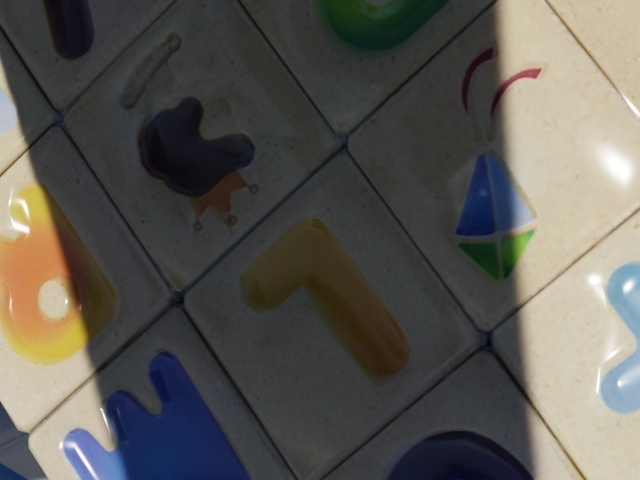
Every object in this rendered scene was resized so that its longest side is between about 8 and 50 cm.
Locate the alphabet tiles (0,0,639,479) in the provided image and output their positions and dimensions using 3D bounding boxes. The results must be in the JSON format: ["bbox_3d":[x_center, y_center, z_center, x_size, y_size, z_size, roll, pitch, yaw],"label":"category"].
[{"bbox_3d":[0.027,-0.040,0.423,0.285,0.011,0.342,-41,71,19],"label":"alphabet tiles"}]

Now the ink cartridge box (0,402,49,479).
[{"bbox_3d":[0.000,0.000,0.915,0.395,0.166,0.285,-28,33,54],"label":"ink cartridge box"}]
